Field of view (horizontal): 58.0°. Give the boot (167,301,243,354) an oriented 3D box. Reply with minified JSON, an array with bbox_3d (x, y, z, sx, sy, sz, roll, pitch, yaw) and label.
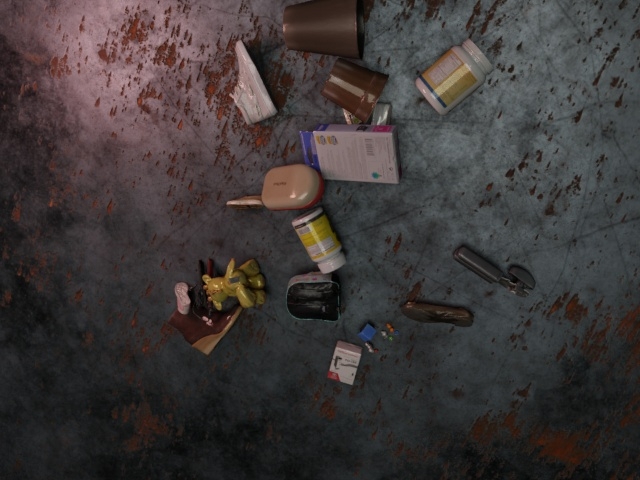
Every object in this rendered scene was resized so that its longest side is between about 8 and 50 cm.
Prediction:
[{"bbox_3d":[-0.428,0.282,2.144,0.207,0.090,0.248,41,100,3],"label":"boot"}]

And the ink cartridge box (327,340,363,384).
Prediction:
[{"bbox_3d":[0.091,0.449,2.122,0.099,0.056,0.135,15,109,6],"label":"ink cartridge box"}]

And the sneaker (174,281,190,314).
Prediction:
[{"bbox_3d":[-0.508,0.217,2.125,0.051,0.134,0.070,-4,127,-22],"label":"sneaker"}]

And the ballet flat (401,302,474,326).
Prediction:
[{"bbox_3d":[0.408,0.250,2.012,0.250,0.058,0.084,7,143,13],"label":"ballet flat"}]

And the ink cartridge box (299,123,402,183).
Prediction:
[{"bbox_3d":[0.097,-0.278,1.840,0.312,0.065,0.185,4,131,20],"label":"ink cartridge box"}]

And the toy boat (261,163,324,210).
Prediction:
[{"bbox_3d":[-0.076,-0.164,1.924,0.231,0.151,0.150,0,76,43],"label":"toy boat"}]

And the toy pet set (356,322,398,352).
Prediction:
[{"bbox_3d":[0.198,0.345,2.067,0.114,0.065,0.122,41,109,-4],"label":"toy pet set"}]

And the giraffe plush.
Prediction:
[{"bbox_3d":[-0.318,0.167,2.043,0.171,0.210,0.181,-21,68,29],"label":"giraffe plush"}]

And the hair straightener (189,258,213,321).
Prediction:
[{"bbox_3d":[-0.431,0.183,2.104,0.089,0.047,0.230,-4,90,12],"label":"hair straightener"}]

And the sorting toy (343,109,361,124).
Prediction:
[{"bbox_3d":[0.117,-0.411,1.863,0.075,0.045,0.083,-19,91,1],"label":"sorting toy"}]

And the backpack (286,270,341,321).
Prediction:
[{"bbox_3d":[-0.027,0.191,2.013,0.189,0.144,0.165,-4,113,-4],"label":"backpack"}]

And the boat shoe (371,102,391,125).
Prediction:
[{"bbox_3d":[0.179,-0.353,1.859,0.063,0.066,0.184,17,112,19],"label":"boat shoe"}]

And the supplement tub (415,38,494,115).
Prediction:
[{"bbox_3d":[0.401,-0.490,1.733,0.200,0.144,0.144,-40,97,18],"label":"supplement tub"}]

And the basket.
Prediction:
[{"bbox_3d":[0.011,-0.651,1.751,0.227,0.154,0.204,3,113,13],"label":"basket"}]

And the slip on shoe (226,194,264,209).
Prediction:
[{"bbox_3d":[-0.260,-0.136,2.012,0.136,0.051,0.041,-2,67,18],"label":"slip on shoe"}]

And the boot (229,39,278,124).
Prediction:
[{"bbox_3d":[-0.245,-0.503,1.863,0.124,0.095,0.258,-23,103,9],"label":"boot"}]

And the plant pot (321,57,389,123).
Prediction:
[{"bbox_3d":[0.101,-0.470,1.772,0.165,0.167,0.166,27,109,-4],"label":"plant pot"}]

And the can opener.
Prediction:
[{"bbox_3d":[0.586,0.095,1.934,0.284,0.076,0.095,34,77,-1],"label":"can opener"}]

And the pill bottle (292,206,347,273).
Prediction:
[{"bbox_3d":[0.000,0.000,1.966,0.119,0.119,0.208,-25,102,16],"label":"pill bottle"}]
